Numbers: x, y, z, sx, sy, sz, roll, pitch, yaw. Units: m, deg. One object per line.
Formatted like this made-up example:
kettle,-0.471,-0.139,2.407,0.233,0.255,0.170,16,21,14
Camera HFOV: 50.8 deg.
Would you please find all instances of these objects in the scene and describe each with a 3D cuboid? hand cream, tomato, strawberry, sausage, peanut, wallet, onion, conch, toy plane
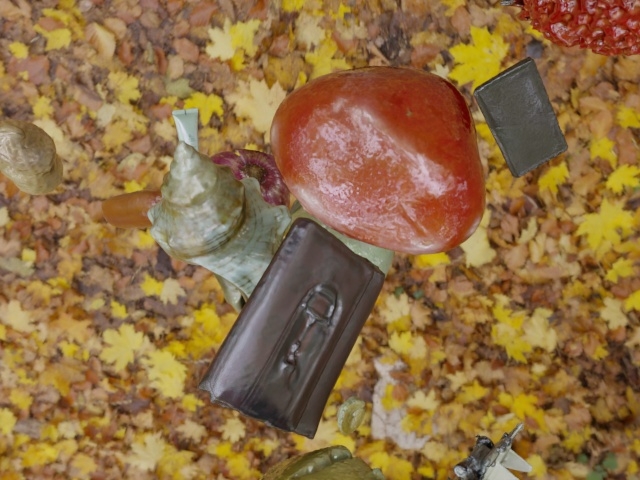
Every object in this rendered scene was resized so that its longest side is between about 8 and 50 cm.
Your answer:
hand cream,-0.389,-0.285,1.997,0.078,0.050,0.204,-11,106,-25
tomato,0.049,-0.076,0.531,0.174,0.166,0.082,0,157,-9
strawberry,0.423,-0.380,0.862,0.292,0.343,0.292,-5,101,-26
sausage,-0.420,-0.069,1.550,0.089,0.083,0.300,15,166,-40
peanut,-0.503,-0.141,1.158,0.104,0.085,0.228,2,163,-14
wallet,-0.020,0.104,0.781,0.182,0.049,0.229,35,78,-39
onion,-0.167,-0.096,1.496,0.200,0.200,0.207,-39,138,24
wallet,0.387,-0.231,1.296,0.124,0.025,0.244,-31,131,11
conch,-0.117,0.001,0.963,0.169,0.203,0.386,-39,139,-1
toy plane,0.250,0.387,1.100,0.088,0.192,0.262,45,140,16

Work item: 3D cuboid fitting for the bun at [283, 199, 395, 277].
bun,0.000,0.000,1.198,0.179,0.283,0.283,36,118,-26

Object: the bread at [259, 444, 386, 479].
bread,0.029,0.301,0.648,0.124,0.257,0.186,-21,128,-24

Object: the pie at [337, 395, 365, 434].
pie,0.062,0.362,1.394,0.020,0.084,0.084,20,137,43
